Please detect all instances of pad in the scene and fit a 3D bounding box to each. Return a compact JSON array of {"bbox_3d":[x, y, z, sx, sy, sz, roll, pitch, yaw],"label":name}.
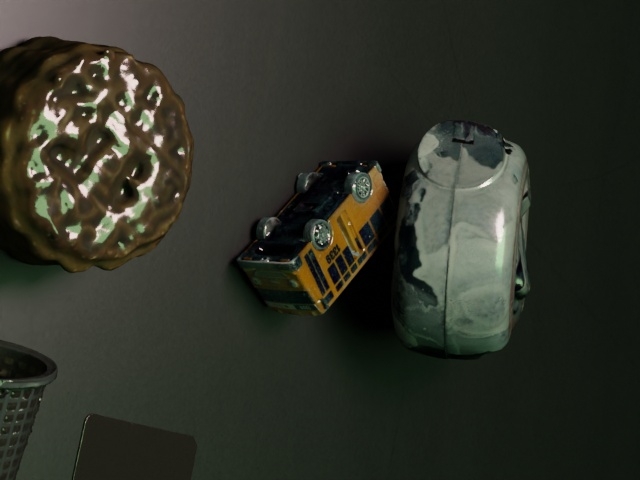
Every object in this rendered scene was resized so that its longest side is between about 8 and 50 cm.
[{"bbox_3d":[-0.190,0.243,1.870,0.157,0.003,0.112,20,78,-45],"label":"pad"}]

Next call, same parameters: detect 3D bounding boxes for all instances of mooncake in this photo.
[{"bbox_3d":[-0.227,-0.081,1.731,0.228,0.124,0.228,-4,95,-45],"label":"mooncake"}]

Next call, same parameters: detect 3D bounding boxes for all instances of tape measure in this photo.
[{"bbox_3d":[0.165,-0.003,2.066,0.256,0.147,0.275,33,62,-79],"label":"tape measure"}]

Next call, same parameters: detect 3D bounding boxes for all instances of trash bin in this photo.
[{"bbox_3d":[-0.332,0.174,1.617,0.175,0.175,0.161,5,99,-46],"label":"trash bin"}]

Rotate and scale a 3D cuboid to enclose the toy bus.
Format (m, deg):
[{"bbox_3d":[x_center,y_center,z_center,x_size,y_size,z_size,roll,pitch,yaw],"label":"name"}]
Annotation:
[{"bbox_3d":[0.000,0.000,1.998,0.182,0.091,0.103,-50,127,-36],"label":"toy bus"}]
